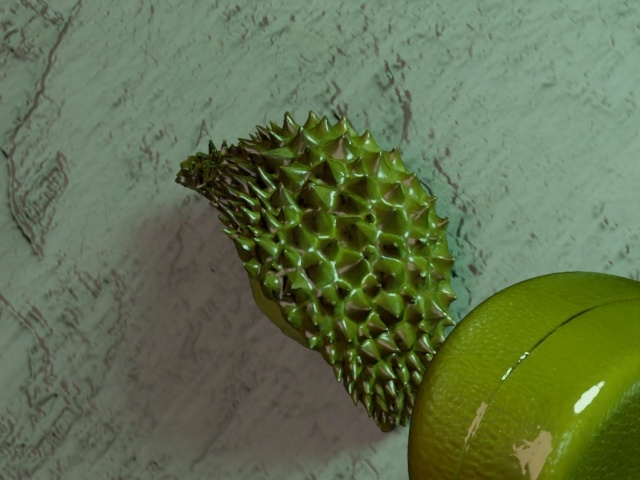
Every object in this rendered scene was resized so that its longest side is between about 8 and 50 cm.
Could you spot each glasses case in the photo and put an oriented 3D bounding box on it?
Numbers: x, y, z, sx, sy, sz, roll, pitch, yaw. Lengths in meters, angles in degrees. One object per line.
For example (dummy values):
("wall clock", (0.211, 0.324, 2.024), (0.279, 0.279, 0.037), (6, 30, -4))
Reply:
("glasses case", (0.191, 0.114, 1.281), (0.141, 0.371, 0.173), (27, 102, 32))

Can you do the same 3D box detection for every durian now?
("durian", (0.000, 0.000, 1.560), (0.172, 0.166, 0.306), (-40, 66, -18))
